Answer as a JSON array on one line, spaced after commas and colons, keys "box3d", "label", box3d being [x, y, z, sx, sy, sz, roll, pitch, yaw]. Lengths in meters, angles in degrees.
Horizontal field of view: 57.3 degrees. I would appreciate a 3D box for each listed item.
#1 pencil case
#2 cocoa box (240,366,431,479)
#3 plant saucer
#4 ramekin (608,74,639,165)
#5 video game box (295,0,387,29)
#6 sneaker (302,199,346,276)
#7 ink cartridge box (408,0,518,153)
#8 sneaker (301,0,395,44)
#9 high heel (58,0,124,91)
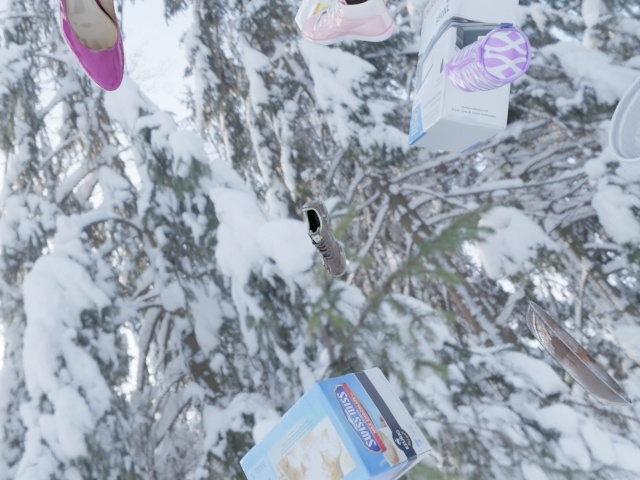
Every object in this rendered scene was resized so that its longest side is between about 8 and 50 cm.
[{"box3d": [0.268, -0.288, 0.955, 0.088, 0.087, 0.206, -8, 8, 1], "label": "pencil case"}, {"box3d": [0.025, 0.492, 1.330, 0.227, 0.231, 0.347, 3, -45, -47], "label": "cocoa box"}, {"box3d": [0.588, 0.269, 1.365, 0.050, 0.311, 0.310, -46, -34, 15], "label": "plant saucer"}, {"box3d": [0.653, -0.223, 1.086, 0.109, 0.207, 0.207, 20, -51, -10], "label": "ramekin"}, {"box3d": [0.067, -0.501, 1.148, 0.187, 0.048, 0.205, -16, -19, -29], "label": "video game box"}, {"box3d": [0.000, 0.000, 1.363, 0.066, 0.189, 0.071, -22, -2, 30], "label": "sneaker"}, {"box3d": [0.354, -0.449, 1.474, 0.166, 0.395, 0.285, 8, -5, -7], "label": "ink cartridge box"}, {"box3d": [0.024, -0.289, 0.741, 0.070, 0.134, 0.051, 47, -119, -52], "label": "sneaker"}, {"box3d": [-0.484, -0.494, 1.227, 0.127, 0.181, 0.378, -26, -59, -23], "label": "high heel"}]
